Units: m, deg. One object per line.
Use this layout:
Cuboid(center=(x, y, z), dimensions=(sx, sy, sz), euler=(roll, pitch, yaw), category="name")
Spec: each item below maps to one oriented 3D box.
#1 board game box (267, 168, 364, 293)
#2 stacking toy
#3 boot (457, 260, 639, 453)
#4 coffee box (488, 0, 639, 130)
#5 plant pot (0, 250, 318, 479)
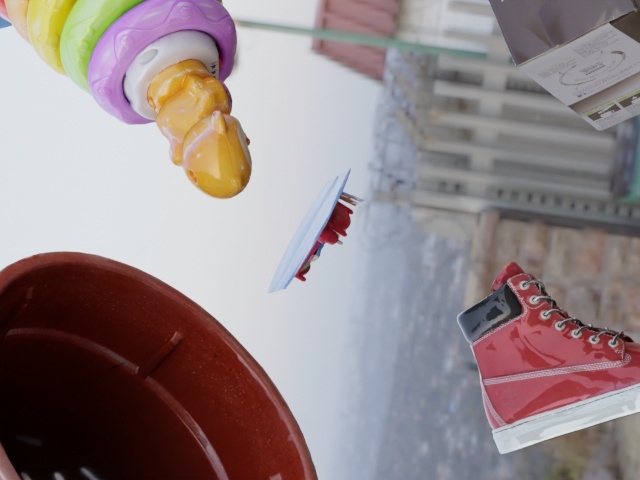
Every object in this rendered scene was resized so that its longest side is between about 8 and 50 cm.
Cuboid(center=(0.000, 0.000, 1.377), dimensions=(0.133, 0.033, 0.169), euler=(-62, 8, -10), category="board game box")
Cuboid(center=(-0.121, -0.141, 0.921), dimensions=(0.302, 0.166, 0.175), euler=(55, 153, 30), category="stacking toy")
Cuboid(center=(0.256, 0.087, 1.322), dimensions=(0.088, 0.244, 0.176), euler=(10, -118, -67), category="boot")
Cuboid(center=(0.255, -0.228, 1.336), dimensions=(0.297, 0.119, 0.168), euler=(14, -126, -64), category="coffee box")
Cuboid(center=(-0.185, 0.194, 0.916), dimensions=(0.265, 0.272, 0.272), euler=(-44, 16, 27), category="plant pot")
